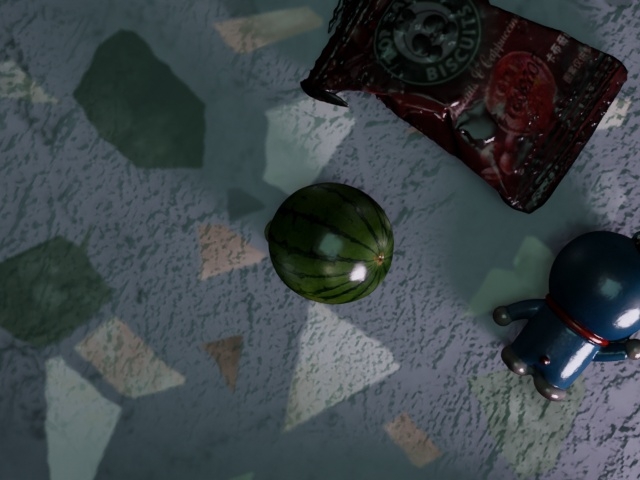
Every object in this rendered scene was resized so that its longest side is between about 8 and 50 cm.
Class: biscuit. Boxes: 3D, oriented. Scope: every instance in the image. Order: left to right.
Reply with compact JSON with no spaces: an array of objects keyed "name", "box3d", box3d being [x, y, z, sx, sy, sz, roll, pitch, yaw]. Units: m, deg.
[{"name":"biscuit","box3d":[0.109,-0.132,1.019,0.235,0.063,0.151,30,84,3]}]

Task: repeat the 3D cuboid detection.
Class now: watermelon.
[{"name":"watermelon","box3d":[0.005,-0.001,1.015,0.109,0.109,0.109,0,95,1]}]

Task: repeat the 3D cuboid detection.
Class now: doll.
[{"name":"doll","box3d":[0.211,0.053,1.026,0.114,0.085,0.152,37,105,9]}]
